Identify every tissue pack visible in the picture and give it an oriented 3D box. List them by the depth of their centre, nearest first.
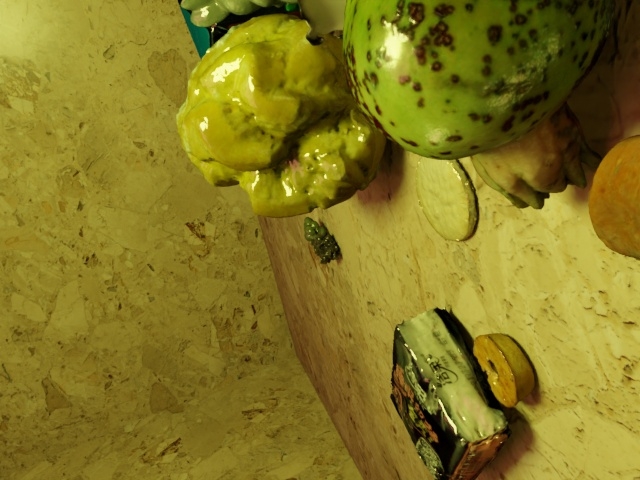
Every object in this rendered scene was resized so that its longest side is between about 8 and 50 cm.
[{"bbox_3d":[0.225,0.302,0.882,0.332,0.123,0.245,82,163,-51],"label":"tissue pack"}]

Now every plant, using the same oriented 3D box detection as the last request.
[{"bbox_3d":[0.000,0.000,1.428,0.174,0.087,0.085,55,130,34],"label":"plant"}]

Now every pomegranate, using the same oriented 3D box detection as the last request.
[{"bbox_3d":[0.136,-0.149,0.426,0.204,0.222,0.276,35,165,39],"label":"pomegranate"}]

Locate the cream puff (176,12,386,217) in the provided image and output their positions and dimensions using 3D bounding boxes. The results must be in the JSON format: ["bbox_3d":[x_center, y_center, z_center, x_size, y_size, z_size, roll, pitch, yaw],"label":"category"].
[{"bbox_3d":[-0.042,-0.184,0.837,0.378,0.379,0.275,93,154,-58],"label":"cream puff"}]

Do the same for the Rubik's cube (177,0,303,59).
[{"bbox_3d":[-0.129,-0.464,0.913,0.248,0.250,0.246,141,108,-73],"label":"Rubik's cube"}]

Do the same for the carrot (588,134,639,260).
[{"bbox_3d":[0.280,0.004,0.236,0.302,0.139,0.138,-145,37,-67],"label":"carrot"}]

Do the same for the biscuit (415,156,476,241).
[{"bbox_3d":[0.185,-0.066,0.728,0.152,0.020,0.152,161,90,-77],"label":"biscuit"}]

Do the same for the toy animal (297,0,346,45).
[{"bbox_3d":[0.035,-0.361,0.541,0.174,0.249,0.289,-12,58,45],"label":"toy animal"}]

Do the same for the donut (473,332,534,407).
[{"bbox_3d":[0.268,0.183,0.702,0.097,0.043,0.108,109,139,-73],"label":"donut"}]

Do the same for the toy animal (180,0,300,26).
[{"bbox_3d":[-0.098,-0.387,0.693,0.237,0.108,0.138,9,146,33],"label":"toy animal"}]
